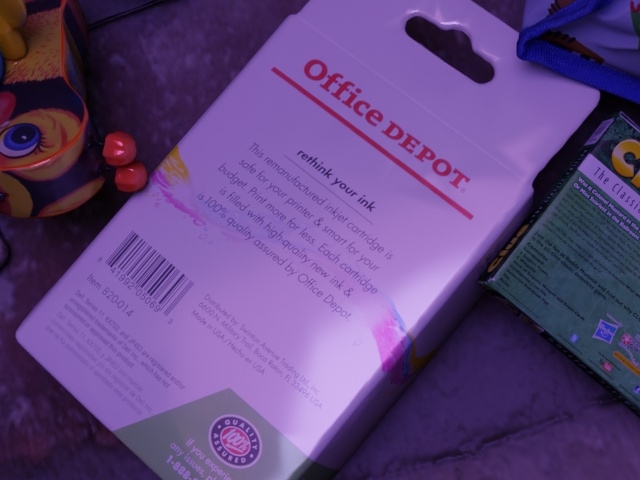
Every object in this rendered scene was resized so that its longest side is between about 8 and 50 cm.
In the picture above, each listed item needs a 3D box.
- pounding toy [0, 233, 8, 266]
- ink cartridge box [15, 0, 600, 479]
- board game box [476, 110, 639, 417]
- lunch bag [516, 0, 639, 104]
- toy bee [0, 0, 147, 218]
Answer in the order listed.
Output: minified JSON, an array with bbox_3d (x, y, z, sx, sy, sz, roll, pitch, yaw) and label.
[{"bbox_3d":[-0.311,-0.056,0.787,0.154,0.155,0.269,12,76,15],"label":"pounding toy"},{"bbox_3d":[0.000,0.000,0.736,0.207,0.119,0.353,39,85,17],"label":"ink cartridge box"},{"bbox_3d":[0.236,0.055,0.680,0.259,0.030,0.136,40,87,-5],"label":"board game box"},{"bbox_3d":[0.354,-0.215,0.656,0.385,0.239,0.328,20,73,-16],"label":"lunch bag"},{"bbox_3d":[-0.186,-0.073,0.722,0.162,0.195,0.298,0,77,7],"label":"toy bee"}]
